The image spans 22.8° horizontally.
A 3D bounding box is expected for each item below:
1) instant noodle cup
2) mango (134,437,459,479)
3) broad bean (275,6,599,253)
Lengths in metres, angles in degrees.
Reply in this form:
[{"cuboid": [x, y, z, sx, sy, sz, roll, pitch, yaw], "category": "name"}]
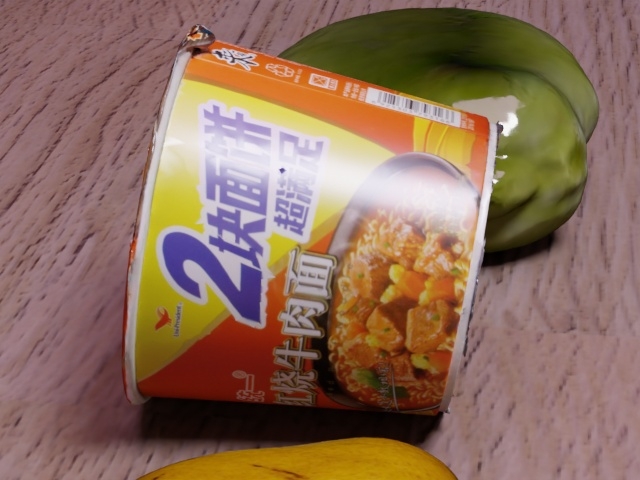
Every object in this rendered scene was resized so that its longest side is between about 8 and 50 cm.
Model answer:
[{"cuboid": [0.000, 0.000, 0.851, 0.174, 0.213, 0.213, 10, 27, 3], "category": "instant noodle cup"}, {"cuboid": [-0.018, 0.139, 0.654, 0.219, 0.112, 0.145, -21, 27, -40], "category": "mango"}, {"cuboid": [0.075, -0.082, 1.097, 0.238, 0.119, 0.291, -23, 30, -21], "category": "broad bean"}]
